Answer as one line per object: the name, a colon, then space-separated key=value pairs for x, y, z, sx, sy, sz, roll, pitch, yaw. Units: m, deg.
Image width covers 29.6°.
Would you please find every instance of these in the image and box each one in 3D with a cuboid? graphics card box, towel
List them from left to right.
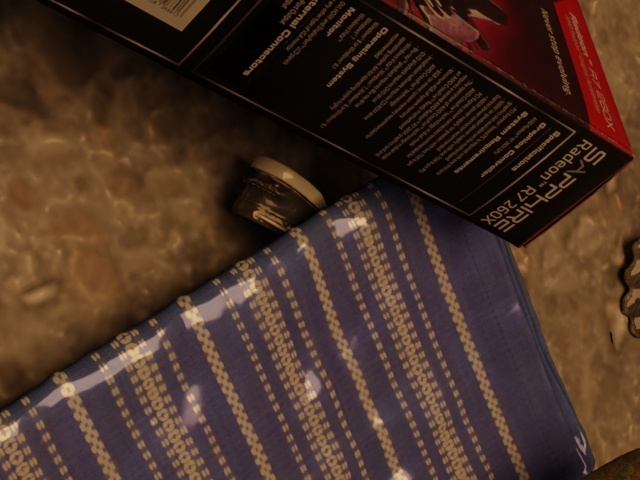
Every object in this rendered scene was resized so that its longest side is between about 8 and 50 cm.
graphics card box: x=-0.018 y=-0.166 z=0.593 sx=0.371 sy=0.094 sz=0.232 roll=24 pitch=42 yaw=-31
towel: x=-0.001 y=0.122 z=0.643 sx=0.336 sy=0.040 sz=0.243 roll=-32 pitch=110 yaw=-27

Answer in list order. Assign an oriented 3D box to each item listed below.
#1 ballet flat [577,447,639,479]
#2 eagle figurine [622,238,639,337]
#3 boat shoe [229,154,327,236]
ballet flat: x=0.082 y=0.251 z=0.637 sx=0.123 sy=0.123 sz=0.348 roll=32 pitch=90 yaw=-30
eagle figurine: x=0.365 y=-0.045 z=0.872 sx=0.298 sy=0.225 sz=0.226 roll=-51 pitch=126 yaw=-39
boat shoe: x=0.000 y=0.000 z=0.681 sx=0.125 sy=0.046 sz=0.038 roll=38 pitch=79 yaw=-38
